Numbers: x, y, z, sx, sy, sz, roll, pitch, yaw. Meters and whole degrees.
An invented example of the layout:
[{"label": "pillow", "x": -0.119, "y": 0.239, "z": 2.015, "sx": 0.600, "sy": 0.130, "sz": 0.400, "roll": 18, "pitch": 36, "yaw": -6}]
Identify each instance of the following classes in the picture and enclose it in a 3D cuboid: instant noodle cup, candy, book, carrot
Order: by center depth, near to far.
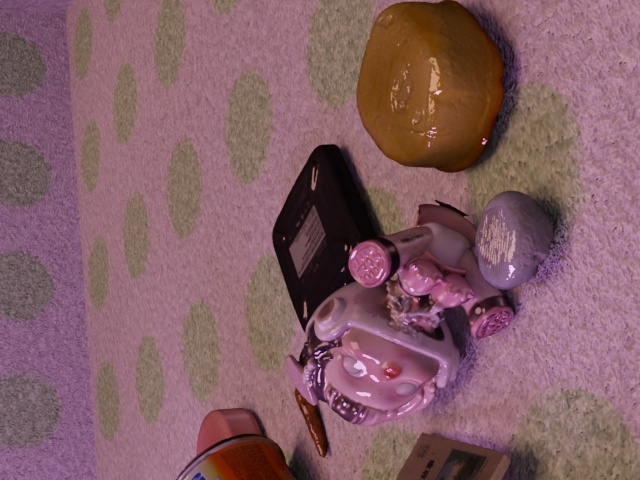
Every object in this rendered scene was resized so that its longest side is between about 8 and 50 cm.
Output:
[{"label": "book", "x": 0.166, "y": 0.393, "z": 1.453, "sx": 0.215, "sy": 0.025, "sz": 0.283, "roll": -58, "pitch": 12, "yaw": -16}, {"label": "instant noodle cup", "x": -0.139, "y": 0.565, "z": 1.943, "sx": 0.214, "sy": 0.296, "sz": 0.296, "roll": 41, "pitch": 125, "yaw": 46}, {"label": "carrot", "x": -0.016, "y": 0.360, "z": 1.956, "sx": 0.035, "sy": 0.036, "sz": 0.165, "roll": -60, "pitch": 42, "yaw": 43}, {"label": "candy", "x": -0.209, "y": 0.508, "z": 2.249, "sx": 0.255, "sy": 0.094, "sz": 0.255, "roll": 1, "pitch": 91, "yaw": 62}]

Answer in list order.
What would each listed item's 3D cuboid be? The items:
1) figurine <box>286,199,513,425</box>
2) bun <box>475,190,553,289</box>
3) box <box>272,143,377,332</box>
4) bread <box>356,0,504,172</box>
[{"label": "figurine", "x": 0.125, "y": 0.136, "z": 1.524, "sx": 0.361, "sy": 0.253, "sz": 0.211, "roll": -59, "pitch": -4, "yaw": 32}, {"label": "bun", "x": 0.274, "y": 0.001, "z": 1.371, "sx": 0.141, "sy": 0.083, "sz": 0.141, "roll": -175, "pitch": 90, "yaw": -71}, {"label": "box", "x": 0.000, "y": 0.000, "z": 1.889, "sx": 0.290, "sy": 0.073, "sz": 0.289, "roll": -59, "pitch": 40, "yaw": 43}, {"label": "bread", "x": 0.166, "y": -0.237, "z": 1.510, "sx": 0.270, "sy": 0.148, "sz": 0.270, "roll": 15, "pitch": 106, "yaw": 61}]
